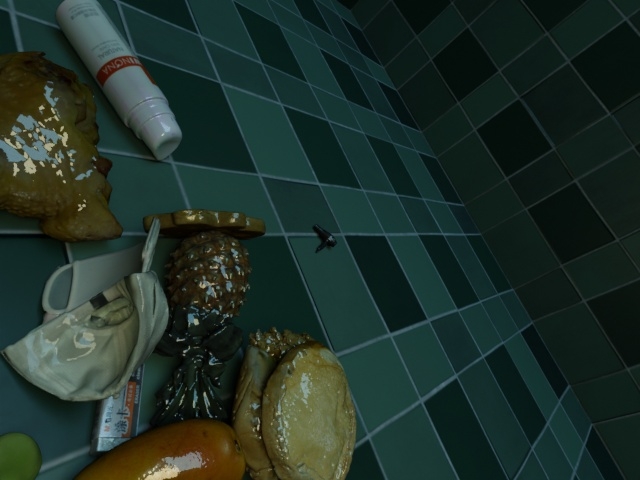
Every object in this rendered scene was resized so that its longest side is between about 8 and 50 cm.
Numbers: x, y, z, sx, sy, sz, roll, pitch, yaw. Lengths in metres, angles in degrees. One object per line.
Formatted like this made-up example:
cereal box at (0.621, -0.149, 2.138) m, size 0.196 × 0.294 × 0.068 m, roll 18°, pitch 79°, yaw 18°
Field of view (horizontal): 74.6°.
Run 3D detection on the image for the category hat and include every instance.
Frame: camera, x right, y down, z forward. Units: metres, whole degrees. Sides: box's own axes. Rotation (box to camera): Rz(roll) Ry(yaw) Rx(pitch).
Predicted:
hat at (-0.284, 0.089, 0.592) m, size 0.164 × 0.219 × 0.226 m, roll 61°, pitch 13°, yaw -16°

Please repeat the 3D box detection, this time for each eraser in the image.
eraser at (-0.277, 0.226, 0.578) m, size 0.052 × 0.029 × 0.122 m, roll 22°, pitch 45°, yaw -38°

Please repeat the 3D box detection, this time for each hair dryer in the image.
hair dryer at (0.000, 0.000, 1.131) m, size 0.079 × 0.031 × 0.083 m, roll 41°, pitch 42°, yaw 1°

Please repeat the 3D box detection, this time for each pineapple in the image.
pineapple at (-0.199, 0.135, 0.676) m, size 0.170 × 0.141 × 0.310 m, roll 27°, pitch 49°, yaw -36°

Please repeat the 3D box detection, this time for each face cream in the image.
face cream at (-0.403, -0.329, 0.860) m, size 0.346 × 0.102 × 0.102 m, roll 54°, pitch 33°, yaw 3°

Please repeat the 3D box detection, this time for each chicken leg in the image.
chicken leg at (-0.417, -0.075, 0.580) m, size 0.295 × 0.182 × 0.409 m, roll 55°, pitch 33°, yaw -29°

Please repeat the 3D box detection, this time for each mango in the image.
mango at (-0.203, 0.287, 0.522) m, size 0.217 × 0.141 × 0.102 m, roll -7°, pitch 74°, yaw -32°

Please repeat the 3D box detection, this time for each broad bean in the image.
broad bean at (-0.345, 0.254, 0.461) m, size 0.063 × 0.045 × 0.083 m, roll 22°, pitch 36°, yaw -22°

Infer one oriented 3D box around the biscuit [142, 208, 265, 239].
biscuit at (-0.198, -0.028, 0.780) m, size 0.249 × 0.184 × 0.035 m, roll 9°, pitch 76°, yaw -59°

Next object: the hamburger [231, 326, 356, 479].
hamburger at (-0.045, 0.280, 0.686) m, size 0.243 × 0.146 × 0.286 m, roll -4°, pitch 77°, yaw -68°
